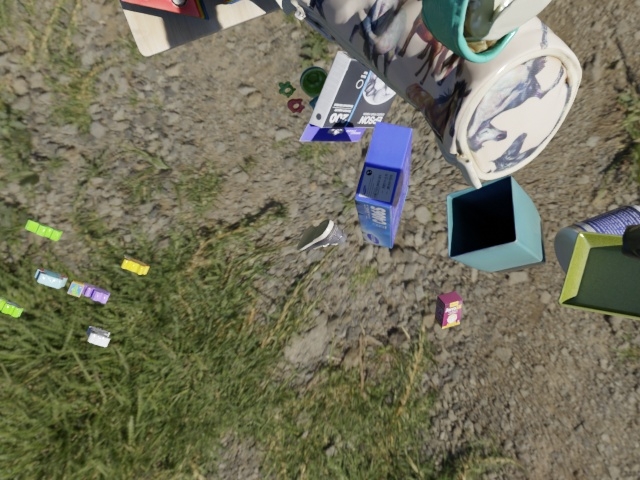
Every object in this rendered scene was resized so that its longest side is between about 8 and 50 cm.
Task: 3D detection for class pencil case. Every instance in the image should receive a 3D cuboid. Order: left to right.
[{"bbox_3d":[0.112,-0.245,0.714,0.183,0.160,0.410,-44,56,12],"label":"pencil case"}]

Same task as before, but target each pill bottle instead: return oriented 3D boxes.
[{"bbox_3d":[0.736,-0.001,1.488,0.265,0.153,0.153,-20,93,-6],"label":"pill bottle"}]

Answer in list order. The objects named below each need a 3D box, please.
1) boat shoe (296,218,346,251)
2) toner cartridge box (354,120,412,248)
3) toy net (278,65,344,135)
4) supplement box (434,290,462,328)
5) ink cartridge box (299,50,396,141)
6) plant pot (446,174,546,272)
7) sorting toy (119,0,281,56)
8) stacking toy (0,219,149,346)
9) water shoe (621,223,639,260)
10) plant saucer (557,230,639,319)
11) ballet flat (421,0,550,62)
[{"bbox_3d":[0.000,0.000,1.506,0.065,0.206,0.075,30,70,-16],"label":"boat shoe"},{"bbox_3d":[0.137,-0.104,1.275,0.075,0.348,0.165,15,79,10],"label":"toner cartridge box"},{"bbox_3d":[0.003,-0.310,1.435,0.122,0.045,0.232,-34,131,11],"label":"toy net"},{"bbox_3d":[0.331,0.179,1.551,0.055,0.043,0.083,-13,125,-16],"label":"supplement box"},{"bbox_3d":[0.074,-0.289,1.274,0.045,0.206,0.208,45,124,28],"label":"ink cartridge box"},{"bbox_3d":[0.434,-0.014,1.422,0.165,0.234,0.165,-18,58,39],"label":"plant pot"},{"bbox_3d":[-0.184,-0.416,0.813,0.255,0.089,0.257,-17,105,7],"label":"sorting toy"},{"bbox_3d":[-0.445,0.079,1.076,0.221,0.052,0.167,25,91,-25],"label":"stacking toy"},{"bbox_3d":[0.428,0.015,0.673,0.203,0.080,0.073,21,81,-23],"label":"water shoe"},{"bbox_3d":[0.633,0.080,1.288,0.188,0.045,0.188,8,67,40],"label":"plant saucer"},{"bbox_3d":[0.141,-0.211,0.371,0.083,0.247,0.087,-19,65,-25],"label":"ballet flat"}]
